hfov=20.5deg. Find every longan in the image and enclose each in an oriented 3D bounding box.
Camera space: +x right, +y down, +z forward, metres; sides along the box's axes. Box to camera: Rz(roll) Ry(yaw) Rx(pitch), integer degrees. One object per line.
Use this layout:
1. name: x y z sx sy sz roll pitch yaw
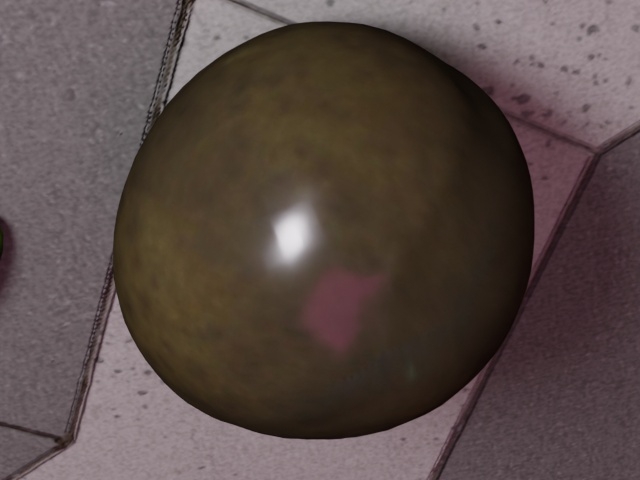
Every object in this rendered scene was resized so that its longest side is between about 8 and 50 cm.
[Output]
1. longan: 0.000 0.000 1.287 0.319 0.319 0.319 -8 138 -7

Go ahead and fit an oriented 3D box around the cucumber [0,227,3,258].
1. cucumber: -0.290 0.043 1.425 0.039 0.039 0.168 16 128 -30
